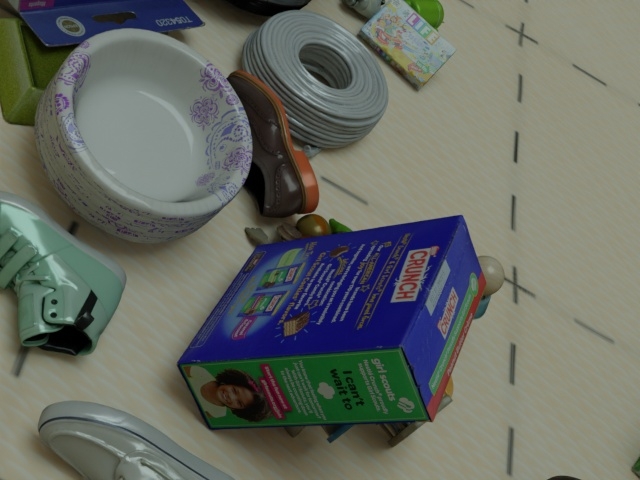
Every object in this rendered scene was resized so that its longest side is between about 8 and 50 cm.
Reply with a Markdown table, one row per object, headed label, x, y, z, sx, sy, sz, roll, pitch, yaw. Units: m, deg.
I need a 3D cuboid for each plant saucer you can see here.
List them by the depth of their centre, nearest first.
| label | x | y | z | sx | sy | sz | roll | pitch | yaw |
| --- | --- | --- | --- | --- | --- | --- | --- | --- | --- |
| plant saucer | -0.370 | -0.245 | 1.709 | 0.188 | 0.045 | 0.188 | 3 | 55 | -36 |

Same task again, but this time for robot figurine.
| label | x | y | z | sx | sy | sz | roll | pitch | yaw |
| --- | --- | --- | --- | --- | --- | --- | --- | --- | --- |
| robot figurine | 0.188 | -0.430 | 2.270 | 0.115 | 0.067 | 0.101 | -11 | 69 | -42 |

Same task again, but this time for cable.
| label | x | y | z | sx | sy | sz | roll | pitch | yaw |
| --- | --- | --- | --- | --- | --- | --- | --- | --- | --- |
| cable | -0.009 | -0.269 | 1.969 | 0.257 | 0.089 | 0.257 | -19 | 69 | -45 |

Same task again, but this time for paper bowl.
| label | x | y | z | sx | sy | sz | roll | pitch | yaw |
| --- | --- | --- | --- | --- | --- | --- | --- | --- | --- |
| paper bowl | -0.246 | -0.130 | 1.610 | 0.284 | 0.148 | 0.284 | 17 | 57 | -29 |

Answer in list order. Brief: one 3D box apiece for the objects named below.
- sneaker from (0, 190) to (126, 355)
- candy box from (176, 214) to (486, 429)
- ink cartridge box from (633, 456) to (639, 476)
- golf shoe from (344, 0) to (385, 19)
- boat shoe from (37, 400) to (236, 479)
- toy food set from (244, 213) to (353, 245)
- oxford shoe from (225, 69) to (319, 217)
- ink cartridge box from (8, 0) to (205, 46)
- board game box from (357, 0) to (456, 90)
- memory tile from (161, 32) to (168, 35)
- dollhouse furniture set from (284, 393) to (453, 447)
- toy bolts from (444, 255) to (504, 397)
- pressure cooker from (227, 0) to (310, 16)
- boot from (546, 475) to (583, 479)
| label | x | y | z | sx | sy | sz | roll | pitch | yaw |
| --- | --- | --- | --- | --- | --- | --- | --- | --- | --- |
| sneaker | -0.360 | 0.041 | 1.432 | 0.256 | 0.094 | 0.151 | 30 | 37 | -17 |
| candy box | 0.021 | 0.104 | 1.505 | 0.122 | 0.317 | 0.268 | 65 | 34 | -26 |
| ink cartridge box | 0.649 | 0.290 | 1.911 | 0.117 | 0.201 | 0.278 | 47 | 41 | 6 |
| golf shoe | 0.088 | -0.480 | 2.256 | 0.086 | 0.069 | 0.176 | 42 | 40 | -31 |
| boat shoe | -0.207 | 0.277 | 1.362 | 0.267 | 0.096 | 0.088 | 36 | 37 | -19 |
| toy food set | 0.000 | 0.000 | 1.752 | 0.192 | 0.038 | 0.132 | 3 | 27 | -35 |
| oxford shoe | -0.100 | -0.149 | 1.800 | 0.098 | 0.097 | 0.271 | -14 | 58 | -27 |
| ink cartridge box | -0.372 | -0.440 | 1.819 | 0.330 | 0.071 | 0.324 | 47 | 38 | 19 |
| board game box | 0.159 | -0.363 | 2.187 | 0.154 | 0.026 | 0.103 | 42 | 72 | 1 |
| memory tile | -0.249 | -0.279 | 1.854 | 0.113 | 0.012 | 0.148 | -26 | 74 | -46 |
| dollhouse furniture set | 0.051 | 0.230 | 1.592 | 0.183 | 0.129 | 0.129 | -35 | 79 | -23 |
| toy bolts | 0.180 | 0.109 | 1.740 | 0.228 | 0.158 | 0.218 | -15 | 66 | -44 |
| pressure cooker | -0.052 | -0.630 | 1.973 | 0.375 | 0.420 | 0.370 | 35 | 35 | -13 |
| boot | 0.438 | 0.434 | 1.735 | 0.305 | 0.112 | 0.115 | 34 | 12 | -3 |
